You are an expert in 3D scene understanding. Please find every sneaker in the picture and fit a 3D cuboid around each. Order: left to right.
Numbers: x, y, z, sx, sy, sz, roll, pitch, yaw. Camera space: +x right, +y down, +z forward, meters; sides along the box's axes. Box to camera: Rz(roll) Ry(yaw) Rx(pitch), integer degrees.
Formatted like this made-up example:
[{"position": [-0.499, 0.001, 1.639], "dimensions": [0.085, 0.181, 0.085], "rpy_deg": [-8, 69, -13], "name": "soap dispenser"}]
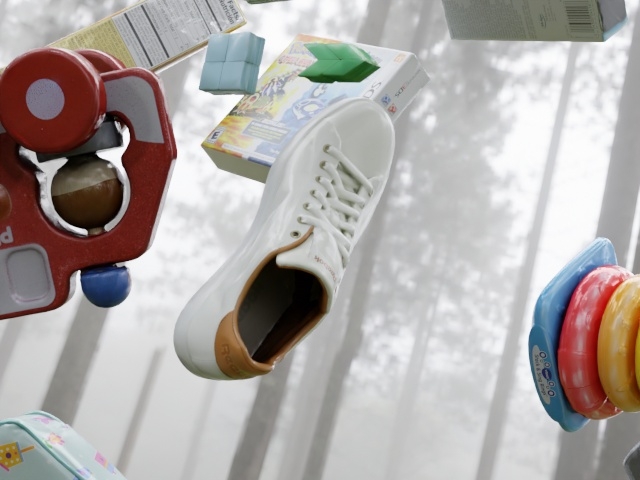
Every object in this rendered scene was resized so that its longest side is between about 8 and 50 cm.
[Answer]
[{"position": [0.000, 0.000, 1.123], "dimensions": [0.106, 0.290, 0.123], "rpy_deg": [41, -21, -27], "name": "sneaker"}]

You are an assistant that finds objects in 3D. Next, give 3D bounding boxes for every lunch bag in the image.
[{"position": [-0.321, 0.347, 1.545], "dimensions": [0.279, 0.224, 0.108], "rpy_deg": [41, 8, 4], "name": "lunch bag"}]

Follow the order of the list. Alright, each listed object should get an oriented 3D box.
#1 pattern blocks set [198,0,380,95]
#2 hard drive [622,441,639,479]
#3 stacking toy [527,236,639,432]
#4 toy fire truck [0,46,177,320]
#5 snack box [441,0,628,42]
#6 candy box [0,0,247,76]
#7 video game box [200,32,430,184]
[{"position": [0.000, -0.265, 0.966], "dimensions": [0.285, 0.325, 0.026], "rpy_deg": [-8, -16, 41], "name": "pattern blocks set"}, {"position": [0.409, 0.213, 1.154], "dimensions": [0.254, 0.172, 0.054], "rpy_deg": [-7, -54, -5], "name": "hard drive"}, {"position": [0.373, 0.112, 1.324], "dimensions": [0.301, 0.165, 0.175], "rpy_deg": [7, -57, 40], "name": "stacking toy"}, {"position": [-0.284, -0.050, 1.300], "dimensions": [0.302, 0.254, 0.169], "rpy_deg": [-10, 7, 5], "name": "toy fire truck"}, {"position": [0.181, -0.351, 1.308], "dimensions": [0.187, 0.060, 0.322], "rpy_deg": [9, -52, 39], "name": "snack box"}, {"position": [-0.264, -0.216, 1.615], "dimensions": [0.183, 0.316, 0.088], "rpy_deg": [-11, -71, 58], "name": "candy box"}, {"position": [-0.009, -0.140, 1.467], "dimensions": [0.205, 0.187, 0.048], "rpy_deg": [19, -28, 49], "name": "video game box"}]
